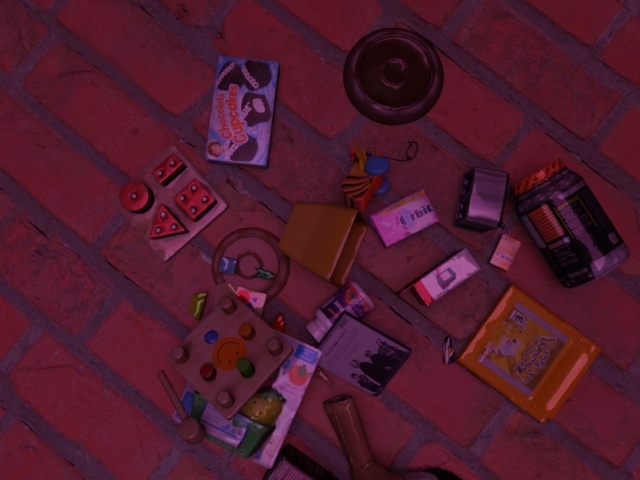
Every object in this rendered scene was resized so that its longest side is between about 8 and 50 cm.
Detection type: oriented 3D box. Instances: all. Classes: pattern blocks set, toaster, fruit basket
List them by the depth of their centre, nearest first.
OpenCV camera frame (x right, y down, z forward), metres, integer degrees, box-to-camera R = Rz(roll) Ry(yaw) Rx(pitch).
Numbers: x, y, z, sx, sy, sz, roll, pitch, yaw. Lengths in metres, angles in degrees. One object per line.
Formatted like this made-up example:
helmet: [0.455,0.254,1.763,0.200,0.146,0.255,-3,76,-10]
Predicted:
fruit basket: [-0.211,0.406,1.811,0.327,0.165,0.353,24,90,12]
toaster: [0.466,-0.114,1.871,0.110,0.186,0.168,11,85,-3]
pattern blocks set: [-0.244,0.222,1.898,0.286,0.026,0.324,23,96,2]

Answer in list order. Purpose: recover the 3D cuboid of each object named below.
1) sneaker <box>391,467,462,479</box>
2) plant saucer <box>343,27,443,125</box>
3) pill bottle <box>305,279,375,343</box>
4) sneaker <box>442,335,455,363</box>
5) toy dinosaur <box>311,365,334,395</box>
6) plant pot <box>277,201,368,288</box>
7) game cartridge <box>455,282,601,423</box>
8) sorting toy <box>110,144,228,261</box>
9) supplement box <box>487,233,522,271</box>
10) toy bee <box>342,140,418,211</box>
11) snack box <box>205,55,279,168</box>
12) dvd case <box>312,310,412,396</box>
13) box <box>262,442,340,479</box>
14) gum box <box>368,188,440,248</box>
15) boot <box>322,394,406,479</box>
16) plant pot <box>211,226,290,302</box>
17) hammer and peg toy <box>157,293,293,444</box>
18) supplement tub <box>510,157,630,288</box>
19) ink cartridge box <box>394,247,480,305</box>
sneaker: [0.297,0.703,1.851,0.237,0.085,0.086,3,107,0]
plant saucer: [0.225,-0.508,1.978,0.311,0.050,0.310,0,84,0]
pill bottle: [0.054,0.214,1.878,0.193,0.108,0.108,-40,86,-3]
sneaker: [0.380,0.323,1.910,0.035,0.031,0.083,6,89,-13]
toy dinosaur: [-0.017,0.371,1.902,0.183,0.053,0.092,29,101,10]
plant pot: [0.000,0.000,1.861,0.187,0.212,0.212,20,85,15]
game cartridge: [0.607,0.331,1.895,0.324,0.052,0.285,36,86,4]
sorting toy: [-0.455,-0.116,1.921,0.255,0.089,0.257,-42,86,-3]
supplement box: [0.547,0.036,1.929,0.062,0.036,0.098,26,86,3]
toy bee: [0.136,-0.200,1.910,0.162,0.298,0.195,23,122,29]
snack box: [-0.234,-0.386,1.960,0.187,0.060,0.321,6,85,1]
dvd case: [0.114,0.325,1.846,0.239,0.029,0.179,32,105,-15]
box: [0.021,0.739,1.788,0.381,0.191,0.143,36,86,3]
gum box: [0.243,-0.061,1.926,0.188,0.062,0.107,-27,85,-2]
boot: [0.116,0.566,1.794,0.089,0.236,0.269,-16,86,-37]
plant pot: [-0.209,0.076,1.931,0.236,0.032,0.236,0,84,0]
hammer and peg toy: [-0.283,0.337,1.719,0.266,0.127,0.361,38,74,24]
supplement tub: [0.701,-0.051,1.852,0.207,0.207,0.338,-30,86,-3]
ink cartridge box: [0.334,0.119,1.873,0.231,0.134,0.078,-35,86,-2]
